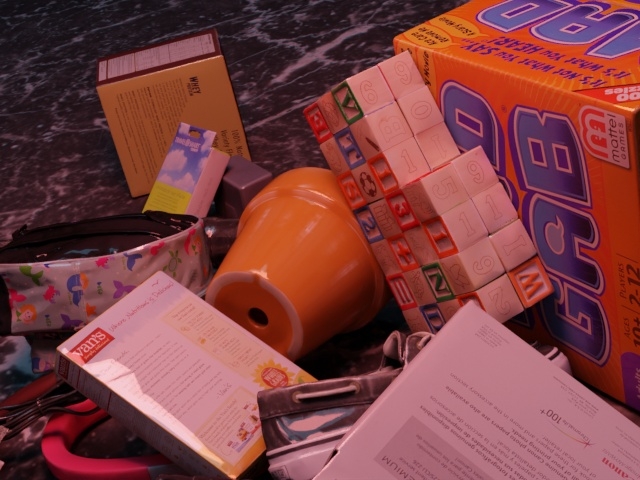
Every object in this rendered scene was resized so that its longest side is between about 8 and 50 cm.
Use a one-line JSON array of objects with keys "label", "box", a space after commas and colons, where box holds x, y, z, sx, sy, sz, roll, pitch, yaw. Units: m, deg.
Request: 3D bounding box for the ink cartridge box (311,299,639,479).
[{"label": "ink cartridge box", "box": [0.149, 0.244, 0.937, 0.309, 0.130, 0.272, 38, 50, 14]}]

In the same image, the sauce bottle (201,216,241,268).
[{"label": "sauce bottle", "box": [0.000, 0.000, 1.591, 0.344, 0.111, 0.111, -3, 31, 22]}]

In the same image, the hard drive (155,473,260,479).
[{"label": "hard drive", "box": [-0.053, 0.318, 1.064, 0.339, 0.064, 0.237, -3, 36, 30]}]

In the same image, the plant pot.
[{"label": "plant pot", "box": [-0.033, 0.046, 1.411, 0.205, 0.205, 0.188, 4, 31, 30]}]

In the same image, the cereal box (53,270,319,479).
[{"label": "cereal box", "box": [-0.137, 0.148, 1.290, 0.240, 0.047, 0.173, 33, 44, 17]}]

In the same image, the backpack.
[{"label": "backpack", "box": [-0.256, 0.054, 1.498, 0.253, 0.191, 0.225, -14, 9, 11]}]

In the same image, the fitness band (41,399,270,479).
[{"label": "fitness band", "box": [-0.168, 0.209, 1.365, 0.290, 0.054, 0.209, -7, 28, 10]}]

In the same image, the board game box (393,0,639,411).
[{"label": "board game box", "box": [0.351, -0.091, 1.337, 0.356, 0.356, 0.356, -28, 32, -24]}]

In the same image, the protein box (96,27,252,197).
[{"label": "protein box", "box": [-0.233, -0.206, 1.947, 0.201, 0.200, 0.136, -15, 30, -1]}]

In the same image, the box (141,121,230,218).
[{"label": "box", "box": [-0.197, -0.075, 1.755, 0.109, 0.042, 0.178, 20, 87, 51]}]

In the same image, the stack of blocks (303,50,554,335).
[{"label": "stack of blocks", "box": [0.111, -0.046, 1.311, 0.087, 0.297, 0.171, -28, 1, -25]}]

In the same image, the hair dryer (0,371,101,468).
[{"label": "hair dryer", "box": [-0.354, 0.211, 1.382, 0.223, 0.080, 0.293, -37, 24, -31]}]

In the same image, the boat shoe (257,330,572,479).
[{"label": "boat shoe", "box": [0.097, 0.147, 1.229, 0.335, 0.119, 0.121, -16, -6, -18]}]

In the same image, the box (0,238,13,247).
[{"label": "box", "box": [-0.527, 0.043, 1.711, 0.183, 0.056, 0.231, -3, 8, 19]}]

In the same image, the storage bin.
[{"label": "storage bin", "box": [-0.113, -0.061, 1.759, 0.098, 0.091, 0.135, -27, 31, -22]}]
